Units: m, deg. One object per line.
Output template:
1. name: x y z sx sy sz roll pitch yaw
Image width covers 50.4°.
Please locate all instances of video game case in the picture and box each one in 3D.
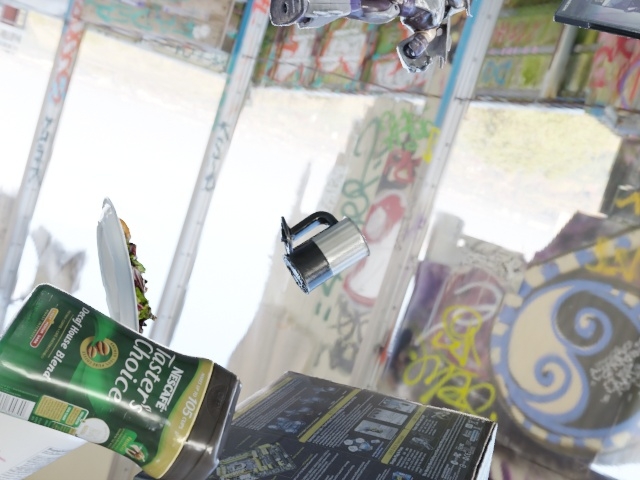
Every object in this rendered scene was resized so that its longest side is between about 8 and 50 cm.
1. video game case: 0.631 -0.472 1.332 0.274 0.196 0.026 25 159 31

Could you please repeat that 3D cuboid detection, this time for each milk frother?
1. milk frother: 0.000 0.000 1.171 0.129 0.135 0.143 55 167 11

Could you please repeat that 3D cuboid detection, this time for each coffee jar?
1. coffee jar: -0.154 0.113 0.523 0.185 0.079 0.096 28 -140 -13

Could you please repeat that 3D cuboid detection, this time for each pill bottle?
1. pill bottle: -0.383 0.216 0.892 0.160 0.283 0.160 54 -166 -20

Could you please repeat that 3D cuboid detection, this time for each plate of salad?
1. plate of salad: -0.242 0.042 0.847 0.048 0.199 0.200 -10 -162 -25

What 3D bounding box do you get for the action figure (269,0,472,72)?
1. action figure: 0.077 -0.289 0.801 0.285 0.185 0.099 -7 177 -29

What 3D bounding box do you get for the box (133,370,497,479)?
1. box: 0.022 0.275 0.801 0.319 0.097 0.395 11 -171 19
